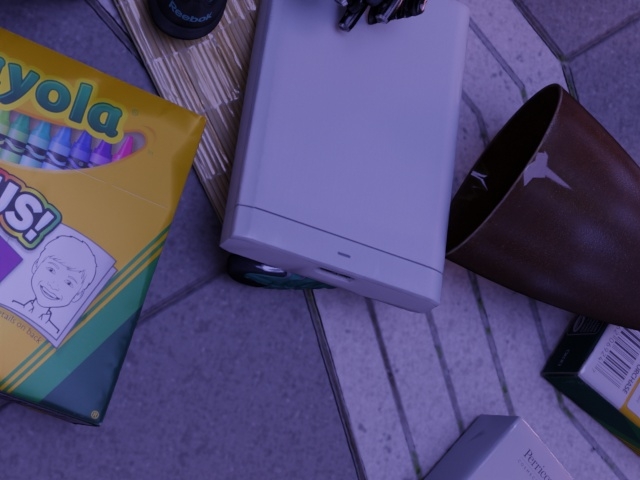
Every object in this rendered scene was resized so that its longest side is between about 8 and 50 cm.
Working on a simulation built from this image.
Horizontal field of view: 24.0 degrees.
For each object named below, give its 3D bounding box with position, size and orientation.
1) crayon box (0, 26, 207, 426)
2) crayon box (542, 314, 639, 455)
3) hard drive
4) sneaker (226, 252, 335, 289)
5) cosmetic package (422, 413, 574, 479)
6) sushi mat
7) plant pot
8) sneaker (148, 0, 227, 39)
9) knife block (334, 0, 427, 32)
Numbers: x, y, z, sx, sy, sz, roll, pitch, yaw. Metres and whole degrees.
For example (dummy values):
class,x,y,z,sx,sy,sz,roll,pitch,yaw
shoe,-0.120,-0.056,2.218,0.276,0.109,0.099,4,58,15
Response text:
class,x,y,z,sx,sy,sz,roll,pitch,yaw
crayon box,-0.327,-0.035,1.388,0.363,0.106,0.313,23,77,-21
crayon box,0.432,0.165,1.726,0.323,0.083,0.203,39,71,-16
hard drive,0.034,-0.124,1.543,0.233,0.047,0.353,19,63,-22
sneaker,0.000,0.000,1.553,0.224,0.083,0.098,3,79,-34
cosmetic package,0.216,0.416,1.601,0.284,0.097,0.377,-44,103,-19
sushi mat,-0.089,-0.152,1.552,0.151,0.019,0.316,-29,98,-24
plant pot,0.276,-0.012,1.578,0.230,0.215,0.215,34,73,-8
sneaker,-0.110,-0.334,1.495,0.101,0.106,0.267,7,71,-14
knife block,0.066,-0.354,1.525,0.242,0.088,0.275,-10,95,-38
